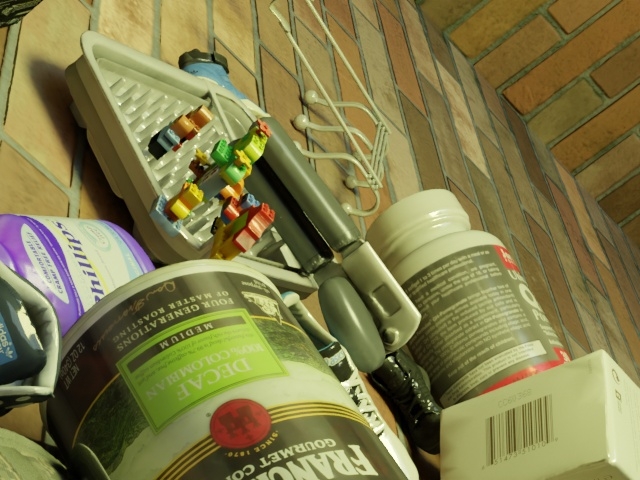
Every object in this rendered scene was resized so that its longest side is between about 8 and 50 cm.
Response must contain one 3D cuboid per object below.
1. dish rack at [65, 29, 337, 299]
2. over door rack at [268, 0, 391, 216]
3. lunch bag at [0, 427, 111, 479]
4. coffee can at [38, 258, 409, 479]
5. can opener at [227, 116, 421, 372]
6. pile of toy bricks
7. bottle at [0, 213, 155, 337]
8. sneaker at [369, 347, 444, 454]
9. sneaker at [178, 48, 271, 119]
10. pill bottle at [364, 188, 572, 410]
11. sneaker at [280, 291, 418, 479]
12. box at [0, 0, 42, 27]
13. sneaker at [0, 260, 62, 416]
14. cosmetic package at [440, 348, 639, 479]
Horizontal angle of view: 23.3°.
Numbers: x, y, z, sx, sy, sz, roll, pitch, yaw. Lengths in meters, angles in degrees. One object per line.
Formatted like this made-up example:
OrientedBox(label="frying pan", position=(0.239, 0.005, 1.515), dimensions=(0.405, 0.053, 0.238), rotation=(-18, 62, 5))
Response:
OrientedBox(label="dish rack", position=(-0.127, -0.060, 1.602), dimensions=(0.333, 0.072, 0.286), rotation=(19, 39, -60))
OrientedBox(label="over door rack", position=(-0.001, -0.212, 2.092), dimensions=(0.239, 0.108, 0.324), rotation=(-78, 149, -66))
OrientedBox(label="lunch bag", position=(-0.155, 0.234, 0.840), dimensions=(0.235, 0.169, 0.287), rotation=(57, 10, 21))
OrientedBox(label="coffee can", position=(-0.052, 0.175, 1.062), dimensions=(0.201, 0.201, 0.275), rotation=(31, 16, -49))
OrientedBox(label="can opener", position=(0.000, 0.000, 1.571), dimensions=(0.280, 0.074, 0.093), rotation=(56, 20, 9))
OrientedBox(label="pile of toy bricks", position=(-0.087, -0.069, 1.441), dimensions=(0.118, 0.105, 0.212), rotation=(46, 20, -18))
OrientedBox(label="bottle", position=(-0.222, 0.038, 1.147), dimensions=(0.118, 0.092, 0.283), rotation=(59, 19, 14))
OrientedBox(label="sneaker", position=(0.091, 0.165, 1.759), dimensions=(0.089, 0.051, 0.170), rotation=(40, 17, -33))
OrientedBox(label="sneaker", position=(-0.114, -0.178, 1.874), dimensions=(0.152, 0.058, 0.085), rotation=(28, 39, -40))
OrientedBox(label="pill bottle", position=(0.177, 0.100, 1.880), dimensions=(0.176, 0.176, 0.319), rotation=(23, 35, -57))
OrientedBox(label="sneaker", position=(0.013, 0.154, 1.498), dimensions=(0.085, 0.086, 0.237), rotation=(-32, 78, -36))
OrientedBox(label="box", position=(-0.293, -0.267, 1.453), dimensions=(0.077, 0.147, 0.180), rotation=(52, 19, -4))
OrientedBox(label="sneaker", position=(-0.253, 0.083, 0.843), dimensions=(0.282, 0.153, 0.099), rotation=(-27, 94, -64))
OrientedBox(label="cosmetic package", position=(0.320, 0.308, 1.721), dimensions=(0.385, 0.217, 0.156), rotation=(43, 35, -33))
